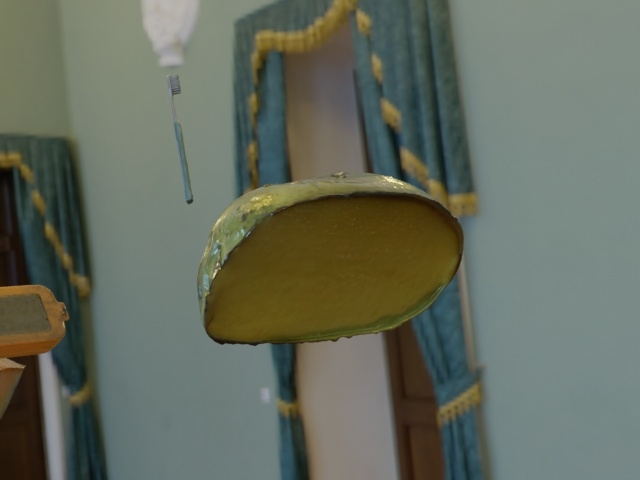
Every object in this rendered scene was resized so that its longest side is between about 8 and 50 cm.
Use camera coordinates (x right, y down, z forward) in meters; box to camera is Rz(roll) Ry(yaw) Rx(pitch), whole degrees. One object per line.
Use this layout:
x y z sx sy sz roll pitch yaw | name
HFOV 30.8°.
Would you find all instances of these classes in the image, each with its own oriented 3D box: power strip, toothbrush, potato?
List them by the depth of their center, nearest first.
-0.262 0.062 0.819 0.178 0.049 0.028 -2 -32 -43 | power strip
0.000 0.000 1.058 0.272 0.160 0.111 -3 34 -33 | potato
-0.150 -0.112 1.259 0.014 0.167 0.011 -13 -28 1 | toothbrush

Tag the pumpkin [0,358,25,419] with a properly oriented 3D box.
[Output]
-0.357 0.155 0.849 0.148 0.169 0.312 17 1 15 | pumpkin
